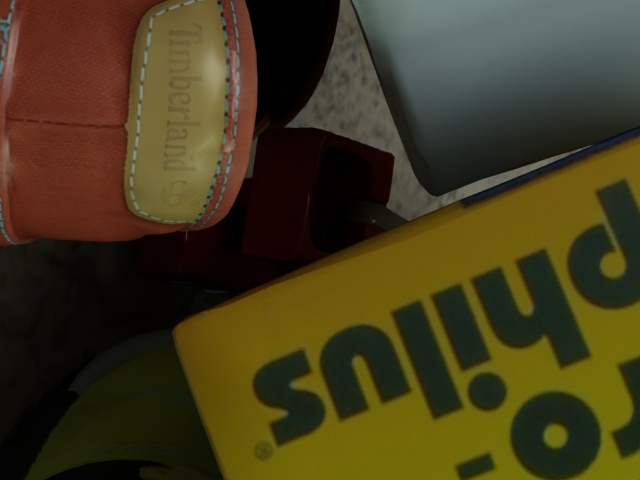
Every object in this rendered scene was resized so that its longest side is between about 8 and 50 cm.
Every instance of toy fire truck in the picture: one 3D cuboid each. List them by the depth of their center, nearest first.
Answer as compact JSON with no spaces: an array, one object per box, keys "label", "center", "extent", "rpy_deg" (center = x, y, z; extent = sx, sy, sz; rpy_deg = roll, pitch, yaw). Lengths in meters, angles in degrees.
[{"label":"toy fire truck","center":[0.000,0.000,0.561],"extent":[0.192,0.135,0.047],"rpy_deg":[18,76,-54]}]

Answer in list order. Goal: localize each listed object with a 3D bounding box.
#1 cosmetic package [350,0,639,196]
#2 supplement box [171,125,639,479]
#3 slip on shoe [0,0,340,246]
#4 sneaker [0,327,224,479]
[{"label":"cosmetic package","center":[0.173,-0.186,0.405],"extent":[0.156,0.384,0.217],"rpy_deg":[65,9,-59]},{"label":"supplement box","center":[0.105,0.092,0.505],"extent":[0.356,0.194,0.195],"rpy_deg":[36,31,-80]},{"label":"slip on shoe","center":[-0.043,-0.074,0.450],"extent":[0.331,0.101,0.123],"rpy_deg":[-71,167,-72]},{"label":"sneaker","center":[-0.048,0.162,0.415],"extent":[0.145,0.147,0.385],"rpy_deg":[50,28,-25]}]
